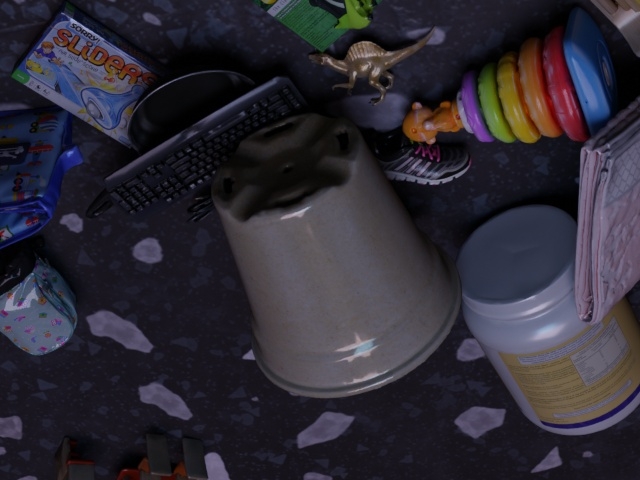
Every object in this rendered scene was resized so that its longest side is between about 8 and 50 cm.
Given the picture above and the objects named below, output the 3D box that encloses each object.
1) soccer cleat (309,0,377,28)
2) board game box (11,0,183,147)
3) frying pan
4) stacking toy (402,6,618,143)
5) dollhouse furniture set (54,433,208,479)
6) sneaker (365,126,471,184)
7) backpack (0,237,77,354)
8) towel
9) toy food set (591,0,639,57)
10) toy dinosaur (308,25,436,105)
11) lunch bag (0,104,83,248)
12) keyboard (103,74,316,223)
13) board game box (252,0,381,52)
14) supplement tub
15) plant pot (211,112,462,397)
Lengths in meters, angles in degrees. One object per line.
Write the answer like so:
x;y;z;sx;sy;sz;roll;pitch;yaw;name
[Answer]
0.005;-0.336;1.446;0.072;0.060;0.179;-7;139;33;soccer cleat
-0.313;-0.231;1.602;0.201;0.035;0.136;31;124;-26;board game box
-0.208;-0.146;1.646;0.197;0.053;0.326;-3;148;-34;frying pan
0.255;-0.193;1.590;0.302;0.165;0.175;-14;116;25;stacking toy
-0.373;0.463;2.178;0.259;0.135;0.262;12;131;-26;dollhouse furniture set
0.140;-0.130;1.683;0.171;0.063;0.074;2;138;3;sneaker
-0.476;0.097;1.836;0.152;0.115;0.182;-24;130;16;backpack
0.471;-0.082;1.601;0.053;0.332;0.317;29;143;35;towel
0.404;-0.390;1.441;0.306;0.092;0.220;36;121;-28;toy food set
0.077;-0.242;1.590;0.183;0.053;0.092;-8;130;6;toy dinosaur
-0.470;-0.077;1.610;0.293;0.221;0.138;-15;130;12;lunch bag
-0.147;-0.112;1.665;0.317;0.033;0.201;-29;148;9;keyboard
0.037;-0.360;1.476;0.136;0.030;0.260;32;133;-29;board game box
0.369;0.127;1.798;0.241;0.241;0.331;-22;128;17;supplement tub
0.000;0.000;1.618;0.334;0.333;0.305;-16;129;13;plant pot
